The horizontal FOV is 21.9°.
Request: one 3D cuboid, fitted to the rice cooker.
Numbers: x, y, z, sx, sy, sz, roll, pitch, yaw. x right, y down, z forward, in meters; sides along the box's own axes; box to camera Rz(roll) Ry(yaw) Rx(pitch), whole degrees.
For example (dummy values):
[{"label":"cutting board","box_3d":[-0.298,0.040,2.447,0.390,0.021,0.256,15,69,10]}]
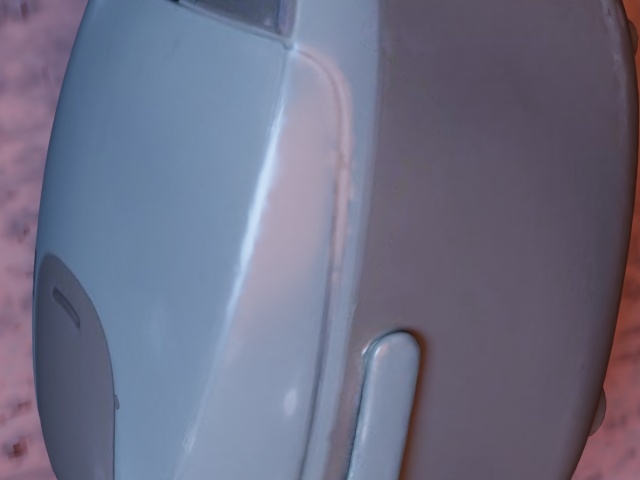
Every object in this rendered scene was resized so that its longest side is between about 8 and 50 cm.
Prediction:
[{"label":"rice cooker","box_3d":[0.000,0.000,0.399,0.127,0.145,0.206,-4,109,-23]}]
